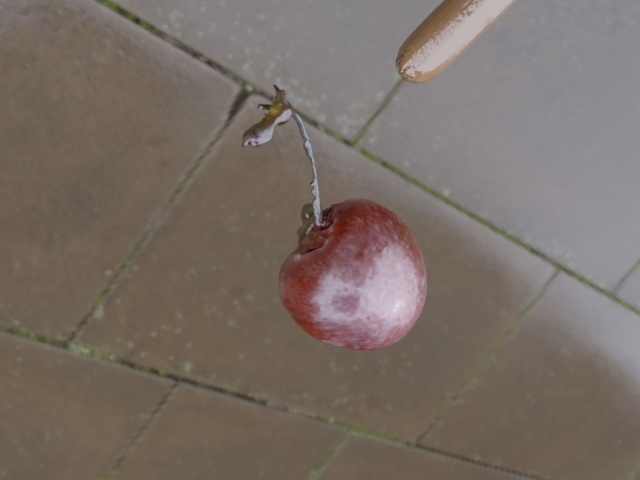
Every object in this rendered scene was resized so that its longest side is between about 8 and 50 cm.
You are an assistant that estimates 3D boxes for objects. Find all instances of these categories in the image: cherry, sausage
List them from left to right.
[{"bbox_3d":[0.000,0.000,0.813,0.107,0.090,0.225,-42,126,0],"label":"cherry"},{"bbox_3d":[0.078,-0.115,0.531,0.116,0.026,0.026,-44,140,10],"label":"sausage"}]
